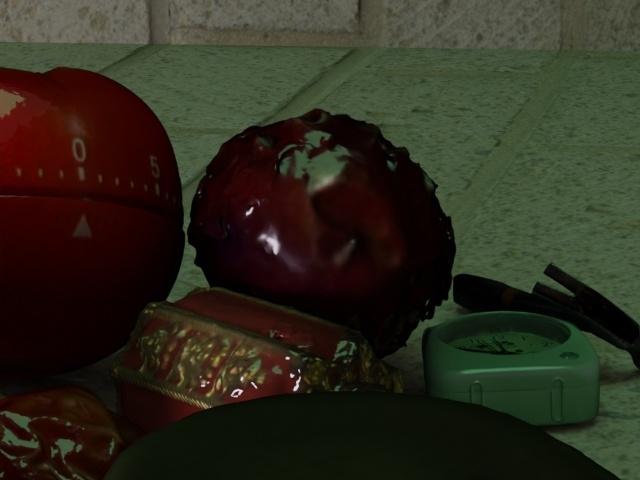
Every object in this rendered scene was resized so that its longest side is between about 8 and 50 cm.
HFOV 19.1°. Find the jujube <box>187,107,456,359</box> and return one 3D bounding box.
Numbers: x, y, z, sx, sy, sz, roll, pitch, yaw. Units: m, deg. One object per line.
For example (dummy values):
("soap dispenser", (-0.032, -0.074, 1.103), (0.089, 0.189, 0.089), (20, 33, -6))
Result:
("jujube", (0.000, 0.000, 1.785), (0.258, 0.258, 0.377), (-5, -11, -11))

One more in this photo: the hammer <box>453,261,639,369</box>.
("hammer", (0.215, 0.064, 1.922), (0.137, 0.037, 0.290), (40, -13, -26))

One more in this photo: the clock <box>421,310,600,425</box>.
("clock", (0.174, 0.114, 1.788), (0.159, 0.066, 0.211), (-1, 16, 1))

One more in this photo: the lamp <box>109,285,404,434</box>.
("lamp", (-0.052, 0.134, 1.562), (0.177, 0.177, 0.274), (-15, 20, -38))

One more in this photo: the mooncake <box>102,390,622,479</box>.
("mooncake", (0.033, 0.234, 1.167), (0.356, 0.194, 0.356), (2, 18, -1))

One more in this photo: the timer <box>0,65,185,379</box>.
("timer", (-0.318, -0.013, 1.814), (0.378, 0.279, 0.378), (-2, -11, 0))

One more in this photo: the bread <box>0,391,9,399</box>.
("bread", (-0.374, 0.175, 1.631), (0.236, 0.070, 0.236), (-1, 16, 0))

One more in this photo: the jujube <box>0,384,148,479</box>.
("jujube", (-0.255, 0.204, 1.234), (0.342, 0.216, 0.216), (-21, 24, -32))
